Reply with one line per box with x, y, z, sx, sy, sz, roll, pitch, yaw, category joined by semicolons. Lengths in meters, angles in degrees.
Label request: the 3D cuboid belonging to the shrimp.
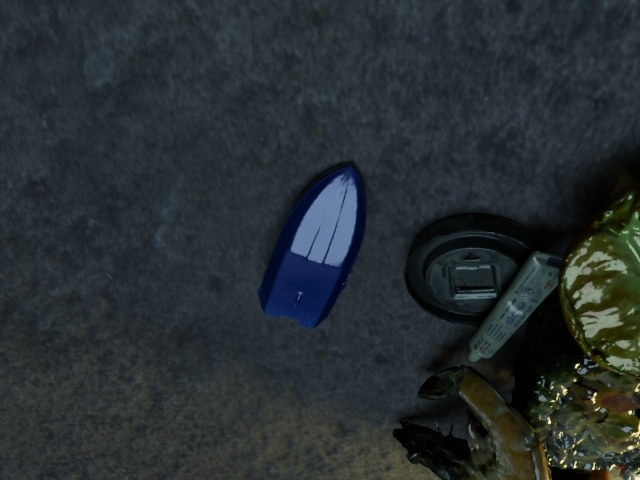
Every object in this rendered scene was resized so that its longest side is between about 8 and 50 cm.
0.241;0.344;1.581;0.445;0.085;0.272;-8;103;64;shrimp

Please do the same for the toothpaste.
0.299;0.108;1.389;0.069;0.047;0.268;33;133;5;toothpaste

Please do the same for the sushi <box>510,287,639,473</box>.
0.471;0.236;1.455;0.293;0.178;0.352;6;138;5;sushi

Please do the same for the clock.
0.245;0.050;1.409;0.225;0.049;0.226;6;135;6;clock

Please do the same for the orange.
0.487;0.027;1.213;0.262;0.196;0.334;38;119;-17;orange

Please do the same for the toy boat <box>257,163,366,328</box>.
0.000;0.000;1.395;0.129;0.088;0.295;19;126;-6;toy boat

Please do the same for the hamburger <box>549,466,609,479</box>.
0.430;0.506;1.680;0.290;0.291;0.225;-8;128;21;hamburger

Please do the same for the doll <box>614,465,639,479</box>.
0.611;0.452;1.746;0.057;0.039;0.114;-38;117;-9;doll
